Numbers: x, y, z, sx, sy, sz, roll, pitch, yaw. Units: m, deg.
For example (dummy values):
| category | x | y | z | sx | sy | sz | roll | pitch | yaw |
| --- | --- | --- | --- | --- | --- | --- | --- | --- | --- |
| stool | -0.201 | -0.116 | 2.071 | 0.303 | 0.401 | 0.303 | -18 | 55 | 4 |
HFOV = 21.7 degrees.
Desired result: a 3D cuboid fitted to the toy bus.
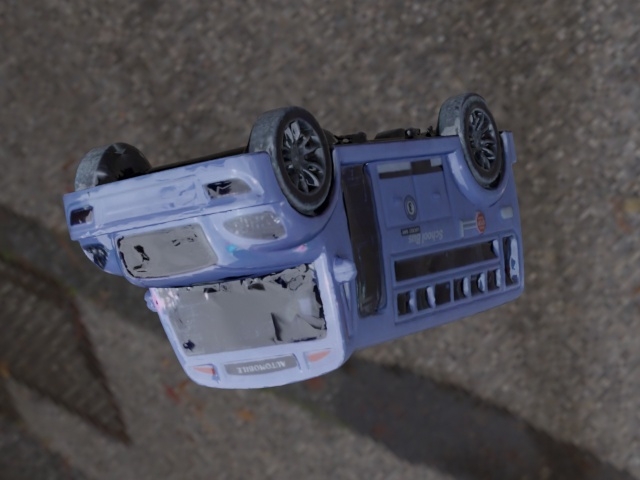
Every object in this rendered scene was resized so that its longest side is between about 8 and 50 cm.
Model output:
| category | x | y | z | sx | sy | sz | roll | pitch | yaw |
| --- | --- | --- | --- | --- | --- | --- | --- | --- | --- |
| toy bus | 0.000 | 0.000 | 0.884 | 0.125 | 0.292 | 0.133 | -11 | 90 | 31 |
